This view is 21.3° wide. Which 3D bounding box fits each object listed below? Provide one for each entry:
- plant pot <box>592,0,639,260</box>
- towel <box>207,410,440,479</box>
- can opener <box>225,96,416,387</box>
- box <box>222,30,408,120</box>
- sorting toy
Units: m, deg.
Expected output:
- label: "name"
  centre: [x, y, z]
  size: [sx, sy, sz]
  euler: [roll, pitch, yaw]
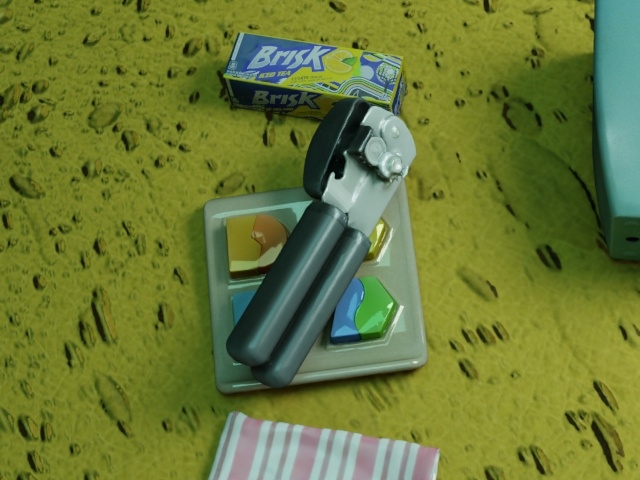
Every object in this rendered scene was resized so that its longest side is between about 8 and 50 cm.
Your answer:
- label: "plant pot"
  centre: [0.321, -0.105, 1.516]
  size: [0.165, 0.165, 0.234]
  euler: [3, 69, 10]
- label: "towel"
  centre: [-0.006, 0.225, 1.450]
  size: [0.197, 0.029, 0.144]
  euler: [9, 62, 13]
- label: "can opener"
  centre: [0.000, 0.000, 1.519]
  size: [0.093, 0.074, 0.280]
  euler: [3, 59, 47]
- label: "box"
  centre: [-0.005, -0.154, 1.644]
  size: [0.169, 0.054, 0.059]
  euler: [10, 63, 14]
- label: "sorting toy"
  centre: [-0.008, 0.033, 1.550]
  size: [0.193, 0.038, 0.208]
  euler: [-8, 60, 4]
